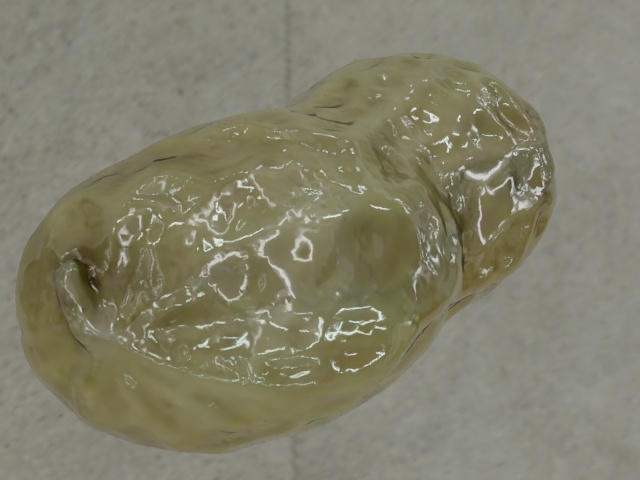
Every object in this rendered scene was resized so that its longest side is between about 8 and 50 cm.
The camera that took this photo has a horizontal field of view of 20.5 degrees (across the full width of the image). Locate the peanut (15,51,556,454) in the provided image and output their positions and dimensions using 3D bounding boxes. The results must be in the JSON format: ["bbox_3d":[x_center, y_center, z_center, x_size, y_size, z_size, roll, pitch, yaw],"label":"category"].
[{"bbox_3d":[0.004,0.005,0.822,0.159,0.143,0.291,32,40,33],"label":"peanut"}]
